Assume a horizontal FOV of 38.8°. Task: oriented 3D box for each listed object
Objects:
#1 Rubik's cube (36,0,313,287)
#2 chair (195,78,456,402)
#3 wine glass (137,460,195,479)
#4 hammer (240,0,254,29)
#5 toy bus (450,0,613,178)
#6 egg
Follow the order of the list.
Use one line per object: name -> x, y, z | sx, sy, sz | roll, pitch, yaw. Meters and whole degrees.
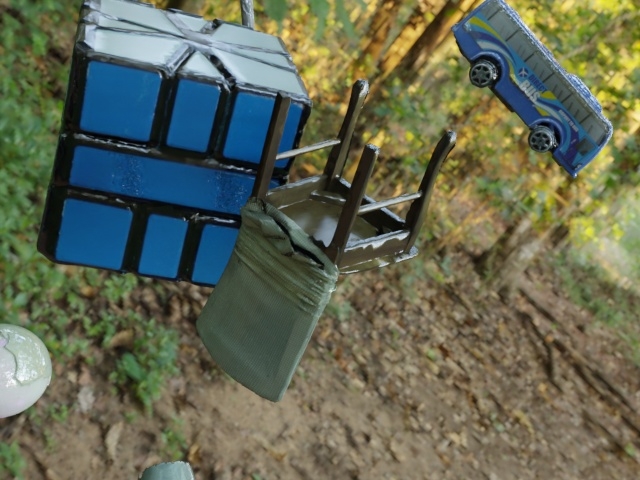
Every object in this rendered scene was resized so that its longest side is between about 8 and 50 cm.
Rubik's cube -> -0.196, -0.132, 1.178 | 0.288, 0.284, 0.293 | 10, 24, -14
chair -> 0.000, 0.000, 1.007 | 0.160, 0.319, 0.186 | 36, 32, 27
wine glass -> -0.243, 0.529, 1.386 | 0.096, 0.264, 0.310 | 2, 55, -27
hammer -> -0.117, -0.305, 1.605 | 0.044, 0.427, 0.152 | -3, 6, 22
toy bus -> 0.165, -0.121, 0.711 | 0.153, 0.061, 0.051 | 48, 21, -1
egg -> -0.627, 0.253, 1.746 | 0.183, 0.183, 0.217 | 42, 16, 15
